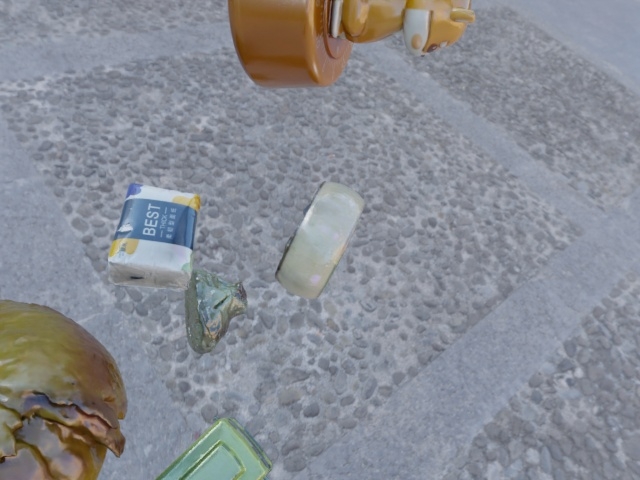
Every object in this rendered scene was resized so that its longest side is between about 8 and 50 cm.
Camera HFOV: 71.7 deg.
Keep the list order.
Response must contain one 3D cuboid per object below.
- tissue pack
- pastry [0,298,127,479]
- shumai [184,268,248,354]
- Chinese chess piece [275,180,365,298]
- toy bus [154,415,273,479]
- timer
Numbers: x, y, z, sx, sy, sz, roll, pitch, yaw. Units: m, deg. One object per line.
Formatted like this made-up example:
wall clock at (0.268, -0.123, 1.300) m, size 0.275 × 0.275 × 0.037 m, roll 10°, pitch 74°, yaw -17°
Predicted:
tissue pack at (-0.133, -0.003, 0.363) m, size 0.062 × 0.042 × 0.083 m, roll 10°, pitch 50°, yaw -18°
pastry at (-0.357, 0.194, 0.389) m, size 0.355 × 0.164 × 0.356 m, roll -10°, pitch 31°, yaw 6°
shumai at (-0.150, 0.102, 0.651) m, size 0.087 × 0.099 × 0.124 m, roll 1°, pitch 71°, yaw -28°
Chinese chess piece at (0.000, 0.000, 0.450) m, size 0.051 × 0.122 × 0.122 m, roll 27°, pitch 49°, yaw 1°
toy bus at (-0.136, 0.275, 0.466) m, size 0.175 × 0.101 × 0.088 m, roll -40°, pitch 73°, yaw -23°
timer at (0.032, -0.165, 0.314) m, size 0.152 × 0.132 × 0.132 m, roll 15°, pitch 47°, yaw 15°
